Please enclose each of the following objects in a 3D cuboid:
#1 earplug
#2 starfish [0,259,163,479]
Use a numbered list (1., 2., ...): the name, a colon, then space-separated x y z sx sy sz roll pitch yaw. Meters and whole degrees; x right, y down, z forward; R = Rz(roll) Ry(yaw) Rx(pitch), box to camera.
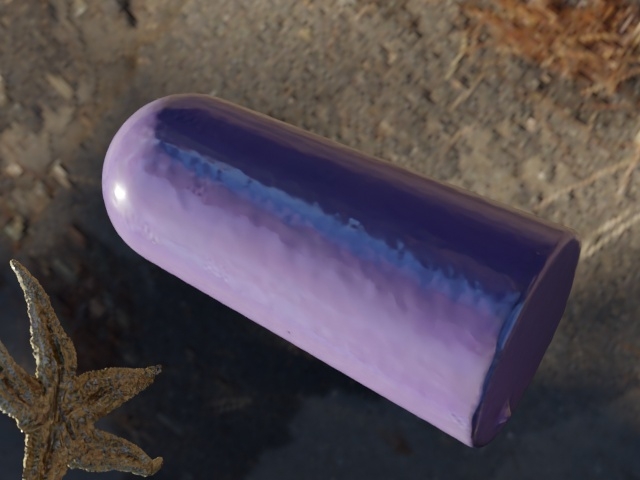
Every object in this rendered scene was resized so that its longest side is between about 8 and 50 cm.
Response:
1. earplug: 0.000 0.000 1.444 0.455 0.215 0.215 26 140 18
2. starfish: -0.297 0.188 1.818 0.060 0.299 0.302 -20 154 33
